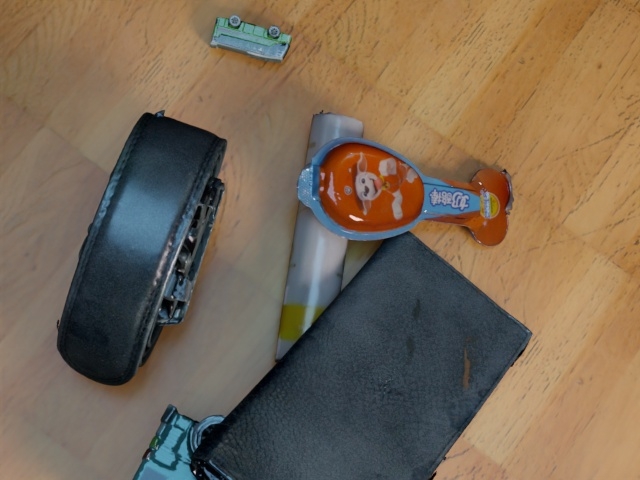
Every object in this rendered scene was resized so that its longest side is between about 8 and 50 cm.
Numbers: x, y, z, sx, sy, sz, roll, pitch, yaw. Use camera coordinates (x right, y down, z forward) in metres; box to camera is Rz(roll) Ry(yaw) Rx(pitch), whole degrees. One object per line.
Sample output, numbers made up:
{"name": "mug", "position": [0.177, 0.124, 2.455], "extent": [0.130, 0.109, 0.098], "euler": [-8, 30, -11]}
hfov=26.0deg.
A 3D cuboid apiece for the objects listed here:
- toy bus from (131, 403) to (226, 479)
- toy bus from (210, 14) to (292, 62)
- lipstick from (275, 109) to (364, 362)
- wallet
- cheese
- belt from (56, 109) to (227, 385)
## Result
{"name": "toy bus", "position": [-0.060, 0.272, 1.336], "extent": [0.256, 0.128, 0.147], "euler": [28, 78, 2]}
{"name": "toy bus", "position": [-0.074, -0.214, 1.475], "extent": [0.083, 0.031, 0.037], "euler": [14, 86, -2]}
{"name": "lipstick", "position": [0.000, 0.000, 1.427], "extent": [0.059, 0.059, 0.263], "euler": [10, 79, -3]}
{"name": "wallet", "position": [0.047, 0.152, 1.326], "extent": [0.191, 0.046, 0.379], "euler": [40, 50, 4]}
{"name": "cheese", "position": [0.091, -0.047, 1.424], "extent": [0.256, 0.037, 0.106], "euler": [6, 81, -25]}
{"name": "belt", "position": [-0.169, 0.010, 1.336], "extent": [0.116, 0.206, 0.267], "euler": [20, 90, -2]}
